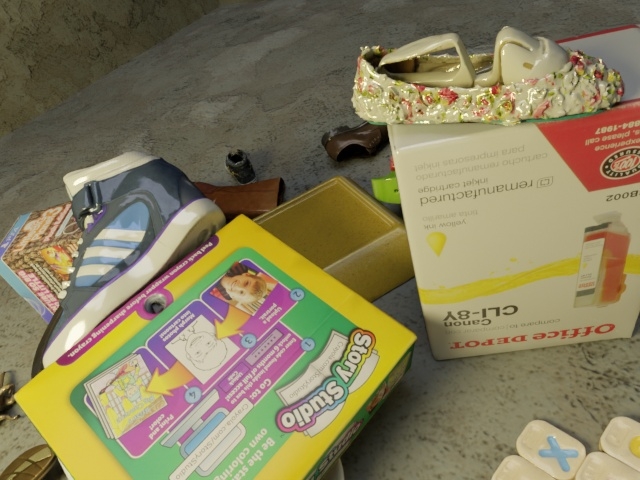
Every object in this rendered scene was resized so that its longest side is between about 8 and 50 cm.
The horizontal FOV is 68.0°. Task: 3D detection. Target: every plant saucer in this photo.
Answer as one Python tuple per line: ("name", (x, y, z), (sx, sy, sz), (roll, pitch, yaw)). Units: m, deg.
("plant saucer", (0.000, 0.000, 0.910), (0.333, 0.080, 0.332), (-29, 41, -12))

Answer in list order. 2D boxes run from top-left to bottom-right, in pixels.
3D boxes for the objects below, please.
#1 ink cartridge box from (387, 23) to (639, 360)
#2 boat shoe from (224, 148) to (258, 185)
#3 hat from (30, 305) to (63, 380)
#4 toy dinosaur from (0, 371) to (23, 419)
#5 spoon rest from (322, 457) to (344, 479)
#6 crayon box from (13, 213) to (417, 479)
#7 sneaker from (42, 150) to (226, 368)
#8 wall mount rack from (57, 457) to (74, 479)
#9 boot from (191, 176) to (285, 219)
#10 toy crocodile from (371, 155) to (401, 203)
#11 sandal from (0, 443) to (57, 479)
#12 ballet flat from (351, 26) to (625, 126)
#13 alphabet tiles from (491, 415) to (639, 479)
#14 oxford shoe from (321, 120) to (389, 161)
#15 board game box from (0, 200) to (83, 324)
("ink cartridge box", (0.251, -0.025, 0.600), (0.280, 0.384, 0.160), (-10, 44, 12))
("boat shoe", (-0.215, -0.208, 1.232), (0.065, 0.083, 0.183), (-28, 40, -11))
("hat", (-0.271, 0.165, 0.764), (0.332, 0.134, 0.330), (-1, 65, 2))
("toy dinosaur", (-0.572, 0.282, 0.837), (0.093, 0.053, 0.183), (-20, 39, 2))
("spoon rest", (-0.042, 0.254, 0.631), (0.138, 0.084, 0.276), (-14, 39, 7))
("crayon box", (-0.114, 0.174, 0.589), (0.313, 0.106, 0.363), (35, 61, 24))
("sneaker", (-0.317, 0.013, 0.692), (0.236, 0.130, 0.322), (35, 79, 20))
("wall mount rack", (-0.383, 0.397, 0.566), (0.350, 0.130, 0.304), (-31, 41, -15))
("boot", (-0.229, -0.047, 1.077), (0.281, 0.096, 0.264), (-1, 35, 11))
("toy crocodile", (0.203, -0.192, 1.019), (0.105, 0.115, 0.340), (3, 44, 26))
("sandal", (-0.446, 0.377, 0.686), (0.072, 0.049, 0.180), (20, 68, 44))
("ballet flat", (0.139, -0.147, 0.426), (0.241, 0.077, 0.091), (1, 47, 21))
("alphabet tiles", (0.303, 0.314, 0.471), (0.284, 0.021, 0.278), (-40, 44, -24))
("oxford shoe", (0.125, -0.243, 1.154), (0.228, 0.082, 0.096), (-23, 58, -3))
("board game box", (-0.397, 0.042, 0.902), (0.291, 0.232, 0.141), (-15, 39, 5))
